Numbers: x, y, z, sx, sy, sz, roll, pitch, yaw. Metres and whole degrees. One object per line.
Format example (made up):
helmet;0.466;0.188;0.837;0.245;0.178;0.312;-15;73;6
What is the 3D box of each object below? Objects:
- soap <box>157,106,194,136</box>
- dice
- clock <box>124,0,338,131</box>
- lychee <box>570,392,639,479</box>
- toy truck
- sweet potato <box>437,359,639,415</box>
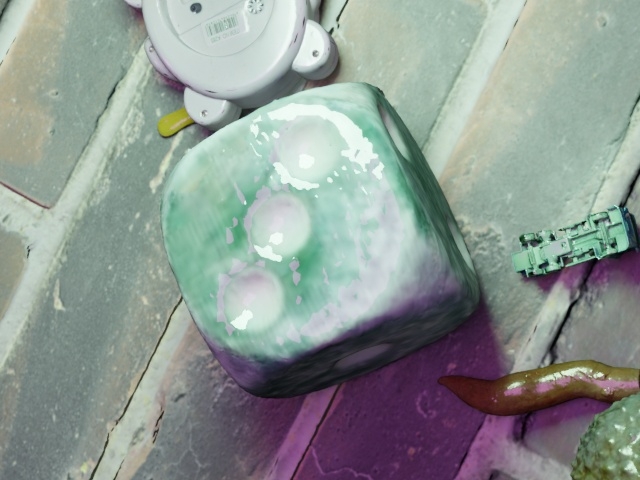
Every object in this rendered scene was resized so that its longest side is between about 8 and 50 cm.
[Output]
soap;-0.212;-0.189;2.067;0.089;0.012;0.034;-27;74;12
dice;0.000;0.000;1.804;0.328;0.330;0.348;-26;73;12
clock;-0.134;-0.348;2.017;0.296;0.113;0.322;-27;76;12
lychee;0.436;0.314;1.663;0.255;0.274;0.255;3;112;6
toy truck;0.351;0.009;1.835;0.175;0.081;0.067;-21;74;33
sweet potato;0.294;0.201;1.821;0.281;0.059;0.067;-7;70;15
